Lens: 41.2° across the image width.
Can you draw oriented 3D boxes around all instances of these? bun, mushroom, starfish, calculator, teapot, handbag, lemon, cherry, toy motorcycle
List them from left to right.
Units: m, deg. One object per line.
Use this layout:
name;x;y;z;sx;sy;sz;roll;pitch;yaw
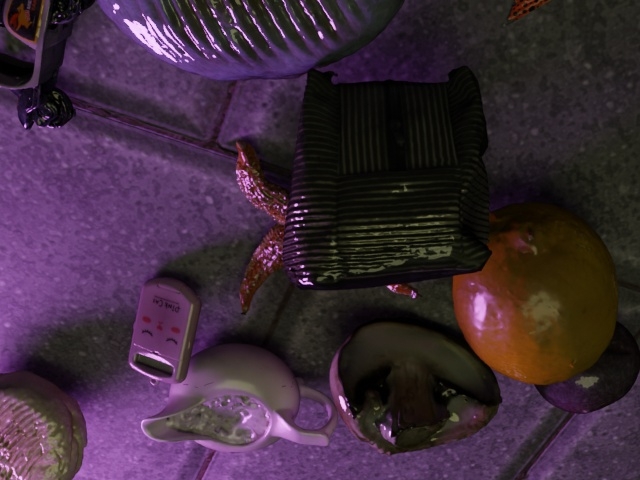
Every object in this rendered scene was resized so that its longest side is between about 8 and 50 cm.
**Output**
toy motorcycle;-0.358;-0.256;1.027;0.157;0.091;0.263;19;122;-5
bun;-0.482;0.313;1.409;0.220;0.134;0.221;2;100;10
calculator;-0.239;0.141;1.304;0.100;0.032;0.175;17;102;17
teapot;-0.120;0.264;1.372;0.299;0.166;0.209;6;115;7
bun;-0.072;-0.331;0.886;0.361;0.211;0.362;9;134;9
starfish;0.026;-0.002;1.215;0.293;0.084;0.302;2;120;-2
handbag;0.074;-0.063;1.000;0.247;0.341;0.240;-3;85;-1
mushroom;0.128;0.238;1.340;0.266;0.190;0.164;-7;145;-26
lemon;0.299;0.074;1.189;0.235;0.236;0.263;7;119;-6
cherry;0.412;0.202;1.338;0.176;0.140;0.176;-10;135;-10

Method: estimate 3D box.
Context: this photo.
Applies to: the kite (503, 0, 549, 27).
kite;0.308;-0.350;1.016;0.125;0.008;0.222;5;126;-7
